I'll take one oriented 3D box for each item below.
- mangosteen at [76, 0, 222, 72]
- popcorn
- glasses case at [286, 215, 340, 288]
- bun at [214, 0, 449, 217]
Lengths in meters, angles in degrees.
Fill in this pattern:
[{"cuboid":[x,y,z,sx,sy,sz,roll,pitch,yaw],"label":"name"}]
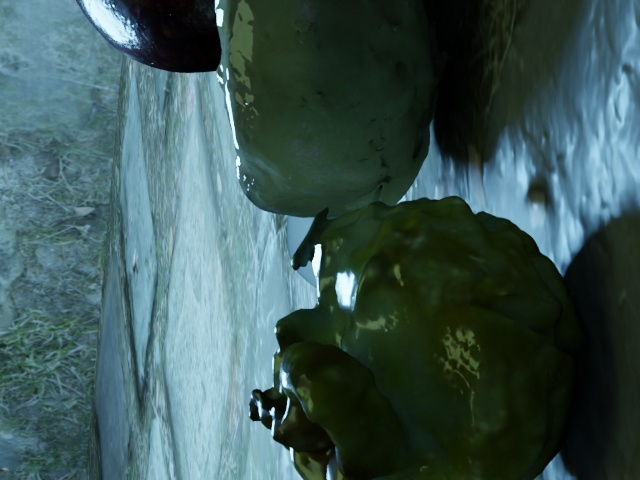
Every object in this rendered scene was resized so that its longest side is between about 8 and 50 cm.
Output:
[{"cuboid":[-0.084,-0.237,1.702,0.261,0.235,0.235,40,-150,-44],"label":"mangosteen"},{"cuboid":[0.044,0.068,1.052,0.198,0.212,0.198,18,118,38],"label":"popcorn"},{"cuboid":[0.000,0.000,1.611,0.164,0.041,0.063,-139,51,-75],"label":"glasses case"},{"cuboid":[0.011,-0.126,1.296,0.239,0.141,0.239,-2,-90,-78],"label":"bun"}]
